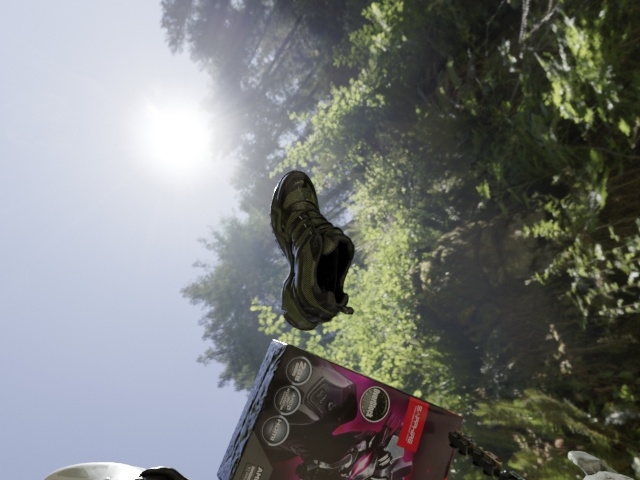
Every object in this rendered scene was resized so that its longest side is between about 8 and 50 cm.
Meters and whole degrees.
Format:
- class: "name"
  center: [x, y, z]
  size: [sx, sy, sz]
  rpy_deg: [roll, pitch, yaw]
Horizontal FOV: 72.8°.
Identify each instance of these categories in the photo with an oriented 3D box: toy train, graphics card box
- class: "toy train"
  center: [0.250, 0.330, 0.650]
  size: [0.036, 0.158, 0.027]
  rpy_deg: [7, -87, -23]
- class: "graphics card box"
  center: [0.047, 0.340, 0.723]
  size: [0.371, 0.094, 0.232]
  rpy_deg: [28, -105, -16]

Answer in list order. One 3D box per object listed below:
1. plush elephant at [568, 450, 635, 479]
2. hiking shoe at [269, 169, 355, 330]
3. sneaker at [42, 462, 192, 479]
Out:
- class: "plush elephant"
  center: [0.536, 0.545, 0.772]
  size: [0.330, 0.272, 0.255]
  rpy_deg: [-34, -96, -6]
- class: "hiking shoe"
  center: [0.000, 0.000, 0.580]
  size: [0.086, 0.114, 0.226]
  rpy_deg: [10, -116, -45]
- class: "sneaker"
  center: [-0.342, 0.449, 0.762]
  size: [0.448, 0.257, 0.169]
  rpy_deg: [6, -140, 14]
